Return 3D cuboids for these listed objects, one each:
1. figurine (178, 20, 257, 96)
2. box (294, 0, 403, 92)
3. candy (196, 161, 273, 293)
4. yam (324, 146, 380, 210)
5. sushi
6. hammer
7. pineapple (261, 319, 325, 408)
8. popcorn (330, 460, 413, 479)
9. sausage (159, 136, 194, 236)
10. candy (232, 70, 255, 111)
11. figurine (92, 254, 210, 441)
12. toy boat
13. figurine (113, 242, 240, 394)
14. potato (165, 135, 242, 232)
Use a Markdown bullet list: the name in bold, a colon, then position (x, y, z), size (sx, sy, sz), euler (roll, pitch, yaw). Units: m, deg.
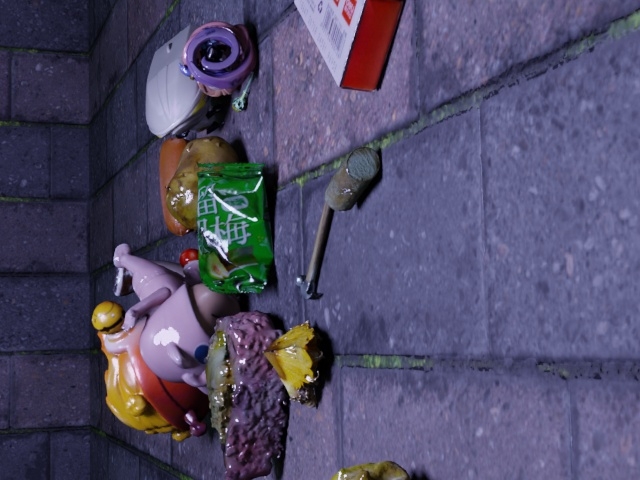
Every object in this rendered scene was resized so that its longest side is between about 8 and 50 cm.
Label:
- **figurine**: position (-0.167, -0.293, 1.659), size (0.114, 0.126, 0.157), euler (59, 174, -6)
- **box**: position (0.027, -0.286, 1.219), size (0.229, 0.050, 0.123), euler (-113, 33, -48)
- **candy**: position (-0.132, -0.019, 1.560), size (0.141, 0.078, 0.203), euler (0, 91, 28)
- **yam**: position (0.036, -0.071, 1.199), size (0.094, 0.043, 0.043), euler (127, 139, -59)
- **sushi**: position (-0.117, 0.222, 1.518), size (0.161, 0.108, 0.241), euler (-148, 61, -71)
- **hammer**: position (0.000, 0.000, 1.331), size (0.062, 0.017, 0.182), euler (-119, 36, -52)
- **pineapple**: position (-0.031, 0.170, 1.340), size (0.114, 0.077, 0.114), euler (-168, 66, -73)
- **popcorn**: position (0.048, 0.307, 1.047), size (0.173, 0.142, 0.173), euler (53, 159, 30)
- **sausage**: position (-0.273, -0.103, 1.984), size (0.076, 0.076, 0.197), euler (141, 125, -64)
- **candy**: position (-0.122, -0.243, 1.666), size (0.023, 0.025, 0.083), euler (47, 130, 22)
- **figurine**: position (-0.275, 0.201, 1.810), size (0.320, 0.196, 0.323), euler (45, -143, -54)
- **toy boat**: position (-0.238, -0.264, 1.814), size (0.140, 0.141, 0.269), euler (112, 155, -44)
- **figurine**: position (-0.223, 0.104, 1.669), size (0.176, 0.186, 0.287), euler (51, -173, -46)
- **potato**: position (-0.185, -0.092, 1.684), size (0.137, 0.137, 0.176), euler (119, 167, -52)
